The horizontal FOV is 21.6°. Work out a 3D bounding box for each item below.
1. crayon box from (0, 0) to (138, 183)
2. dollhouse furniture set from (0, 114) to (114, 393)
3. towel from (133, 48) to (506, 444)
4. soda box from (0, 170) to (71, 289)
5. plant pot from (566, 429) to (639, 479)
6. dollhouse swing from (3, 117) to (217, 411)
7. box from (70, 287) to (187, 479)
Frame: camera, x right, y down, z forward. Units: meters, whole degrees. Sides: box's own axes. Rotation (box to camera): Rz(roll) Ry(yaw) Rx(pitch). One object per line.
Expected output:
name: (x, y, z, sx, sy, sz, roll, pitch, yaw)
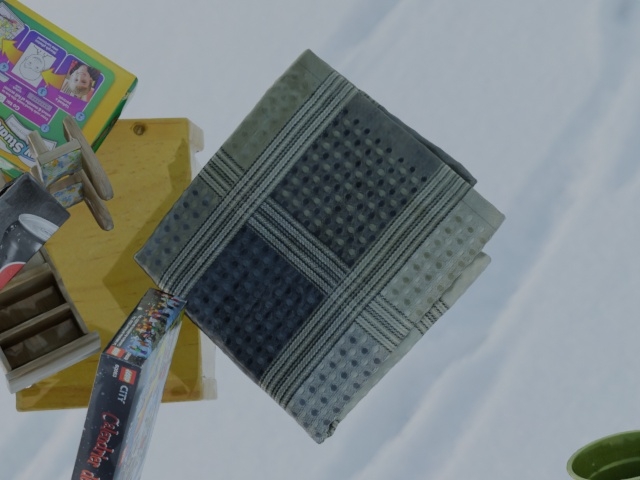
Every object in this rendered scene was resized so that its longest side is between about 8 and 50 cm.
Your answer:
crayon box: (-0.368, -0.184, 1.899, 0.165, 0.278, 0.081, -58, 5, -14)
dollhouse furniture set: (-0.309, 0.028, 1.708, 0.212, 0.161, 0.242, -26, -18, -16)
towel: (0.000, 0.000, 1.819, 0.312, 0.056, 0.324, 43, 96, 19)
soda box: (-0.295, 0.018, 1.453, 0.169, 0.060, 0.053, -51, 14, -30)
plant pot: (0.217, 0.182, 1.149, 0.083, 0.079, 0.083, -14, 13, 3)
dollhouse swing: (-0.268, 0.039, 2.153, 0.305, 0.315, 0.346, 158, 109, -75)
box: (-0.202, 0.184, 1.711, 0.159, 0.044, 0.233, -60, -12, -65)
